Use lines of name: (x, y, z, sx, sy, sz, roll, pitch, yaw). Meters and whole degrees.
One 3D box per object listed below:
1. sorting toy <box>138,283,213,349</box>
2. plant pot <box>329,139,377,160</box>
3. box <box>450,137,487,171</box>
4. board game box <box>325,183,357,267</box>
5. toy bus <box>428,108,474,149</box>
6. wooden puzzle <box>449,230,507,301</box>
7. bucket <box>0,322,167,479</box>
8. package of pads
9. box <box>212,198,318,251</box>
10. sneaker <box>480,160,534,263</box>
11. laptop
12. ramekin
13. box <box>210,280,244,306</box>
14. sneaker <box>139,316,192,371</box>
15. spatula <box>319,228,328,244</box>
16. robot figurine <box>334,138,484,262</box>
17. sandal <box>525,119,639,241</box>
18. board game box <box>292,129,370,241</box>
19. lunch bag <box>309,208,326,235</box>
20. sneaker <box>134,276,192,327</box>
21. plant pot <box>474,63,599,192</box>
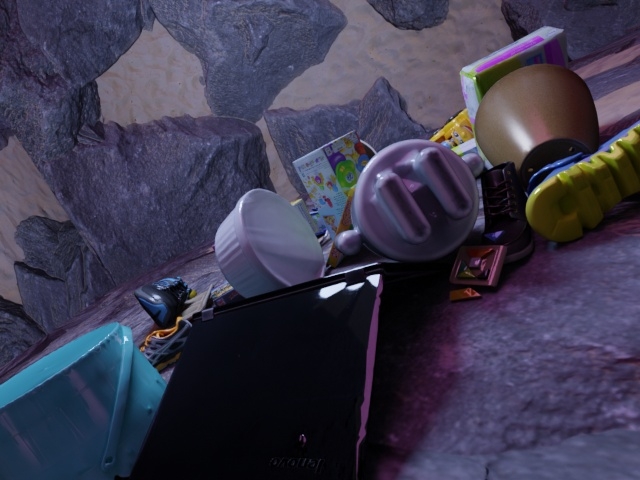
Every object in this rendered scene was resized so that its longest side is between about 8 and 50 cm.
sorting toy: (-0.433, 0.224, 1.323, 0.229, 0.041, 0.307, -32, 12, -1)
plant pot: (0.134, -0.224, 1.536, 0.256, 0.257, 0.274, -22, -5, 21)
box: (0.445, -0.241, 1.195, 0.178, 0.109, 0.042, -25, 45, 13)
board game box: (0.082, -0.042, 1.016, 0.124, 0.039, 0.259, -39, -23, -42)
toy bus: (0.376, -0.272, 1.287, 0.211, 0.149, 0.220, -32, -5, -15)
wooden puzzle: (0.231, 0.036, 0.620, 0.078, 0.014, 0.116, -7, 52, 45)
bucket: (-0.386, 0.273, 0.671, 0.281, 0.183, 0.281, -26, 12, 6)
package of pads: (0.489, -0.330, 1.041, 0.229, 0.297, 0.101, -25, 33, 7)
box: (-0.171, -0.008, 1.306, 0.213, 0.117, 0.243, -16, 16, 47)
sneaker: (0.296, -0.049, 0.699, 0.083, 0.118, 0.222, -19, 15, 35)
laptop: (-0.020, 0.188, 0.639, 0.382, 0.236, 0.408, -18, -13, 34)
ramekin: (-0.122, 0.026, 0.976, 0.127, 0.273, 0.273, -35, 8, 27)
box: (-0.210, 0.120, 1.247, 0.233, 0.044, 0.159, -30, 12, -13)
sneaker: (-0.382, 0.256, 0.970, 0.215, 0.083, 0.084, -31, 14, -12)
spatula: (0.000, 0.000, 1.327, 0.084, 0.030, 0.296, -10, 21, 48)
robot figurine: (0.158, -0.061, 0.766, 0.300, 0.200, 0.353, -28, -3, 1)
sandal: (0.453, -0.113, 0.645, 0.317, 0.126, 0.138, -24, 9, 10)
board game box: (0.070, -0.139, 1.172, 0.142, 0.275, 0.144, -35, 15, -34)
lunch bag: (-0.010, -0.067, 1.497, 0.151, 0.096, 0.129, -12, 6, -21)
sneaker: (-0.463, 0.161, 1.252, 0.139, 0.125, 0.341, -35, 13, -19)
plant pot: (0.436, -0.196, 0.827, 0.237, 0.237, 0.254, -21, 26, 28)
